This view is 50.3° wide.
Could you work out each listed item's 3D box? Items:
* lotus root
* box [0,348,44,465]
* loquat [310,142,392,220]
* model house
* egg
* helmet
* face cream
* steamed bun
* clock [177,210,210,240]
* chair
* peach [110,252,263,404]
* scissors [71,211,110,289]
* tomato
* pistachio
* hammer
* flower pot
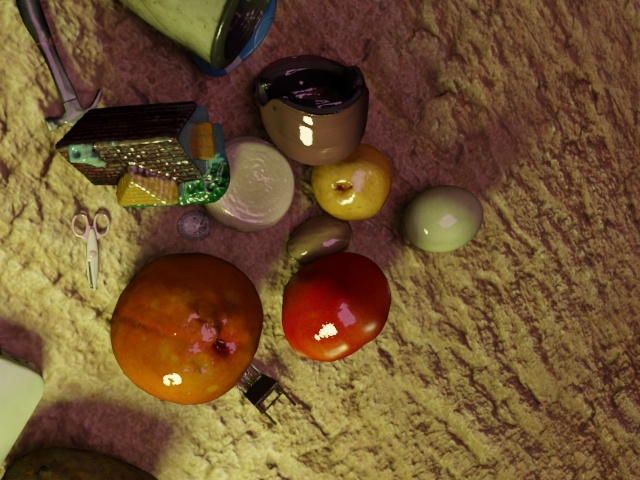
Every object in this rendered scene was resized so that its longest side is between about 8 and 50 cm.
[{"bbox_3d":[-0.531,0.580,1.473,0.346,0.250,0.250,26,83,-25],"label":"lotus root"},{"bbox_3d":[-0.805,0.359,1.376,0.367,0.090,0.372,34,78,-29],"label":"box"},{"bbox_3d":[0.082,-0.150,1.739,0.208,0.208,0.207,-4,97,-29],"label":"loquat"},{"bbox_3d":[-0.362,-0.169,1.410,0.281,0.249,0.229,-4,100,12],"label":"model house"},{"bbox_3d":[0.343,-0.061,1.903,0.253,0.186,0.186,-12,101,-23],"label":"egg"},{"bbox_3d":[-0.017,-0.305,1.642,0.271,0.338,0.197,-12,123,-13],"label":"helmet"},{"bbox_3d":[-0.205,-0.504,1.609,0.149,0.083,0.263,33,79,-20],"label":"face cream"},{"bbox_3d":[-0.181,-0.131,1.629,0.232,0.145,0.231,1,87,-26],"label":"steamed bun"},{"bbox_3d":[-0.305,-0.035,1.650,0.083,0.010,0.074,-3,97,-28],"label":"clock"},{"bbox_3d":[-0.168,0.359,1.719,0.084,0.101,0.212,-45,115,-17],"label":"chair"},{"bbox_3d":[-0.287,0.192,1.519,0.343,0.302,0.342,-4,98,-27],"label":"peach"},{"bbox_3d":[-0.515,0.024,1.534,0.086,0.022,0.176,-2,94,-32],"label":"scissors"},{"bbox_3d":[0.033,0.157,1.701,0.299,0.299,0.226,-37,107,-21],"label":"tomato"},{"bbox_3d":[0.000,0.000,1.771,0.186,0.108,0.126,-25,84,-17],"label":"pistachio"},{"bbox_3d":[-0.566,-0.390,1.450,0.137,0.037,0.289,-25,107,-24],"label":"hammer"},{"bbox_3d":[-0.279,-0.566,1.418,0.330,0.293,0.293,31,79,-2],"label":"flower pot"}]
